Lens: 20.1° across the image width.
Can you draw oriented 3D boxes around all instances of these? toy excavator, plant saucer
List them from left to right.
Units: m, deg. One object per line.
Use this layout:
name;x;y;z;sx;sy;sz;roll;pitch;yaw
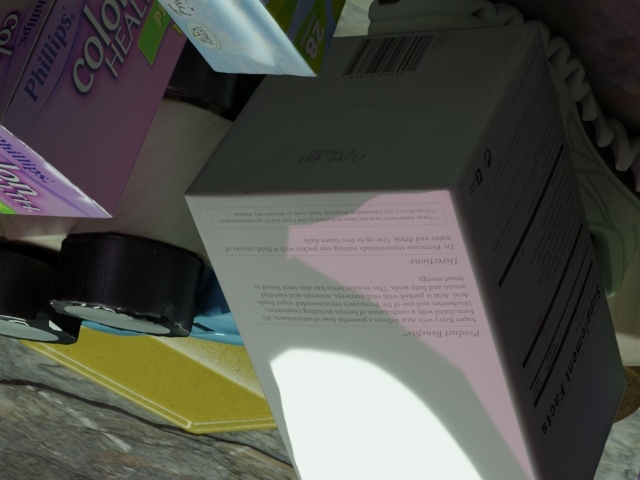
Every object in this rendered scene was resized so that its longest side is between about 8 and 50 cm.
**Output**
plant saucer;-0.147;0.109;1.828;0.332;0.081;0.333;31;157;-27
toy excavator;0.000;0.000;1.421;0.445;0.222;0.433;20;164;-40

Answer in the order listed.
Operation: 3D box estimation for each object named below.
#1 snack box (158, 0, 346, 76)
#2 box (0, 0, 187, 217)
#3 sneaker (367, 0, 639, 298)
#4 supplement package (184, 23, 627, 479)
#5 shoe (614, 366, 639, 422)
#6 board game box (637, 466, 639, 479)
snack box;-0.030;-0.211;0.871;0.070;0.207;0.174;7;154;30
box;-0.220;-0.137;1.212;0.243;0.214;0.117;2;152;38
sneaker;0.133;-0.062;1.216;0.110;0.118;0.292;-2;148;48
supplement package;0.066;0.035;1.142;0.177;0.175;0.293;0;127;26
shoe;0.236;0.104;1.619;0.076;0.058;0.219;-29;145;13
board game box;0.277;0.033;1.190;0.056;0.208;0.347;18;159;6
